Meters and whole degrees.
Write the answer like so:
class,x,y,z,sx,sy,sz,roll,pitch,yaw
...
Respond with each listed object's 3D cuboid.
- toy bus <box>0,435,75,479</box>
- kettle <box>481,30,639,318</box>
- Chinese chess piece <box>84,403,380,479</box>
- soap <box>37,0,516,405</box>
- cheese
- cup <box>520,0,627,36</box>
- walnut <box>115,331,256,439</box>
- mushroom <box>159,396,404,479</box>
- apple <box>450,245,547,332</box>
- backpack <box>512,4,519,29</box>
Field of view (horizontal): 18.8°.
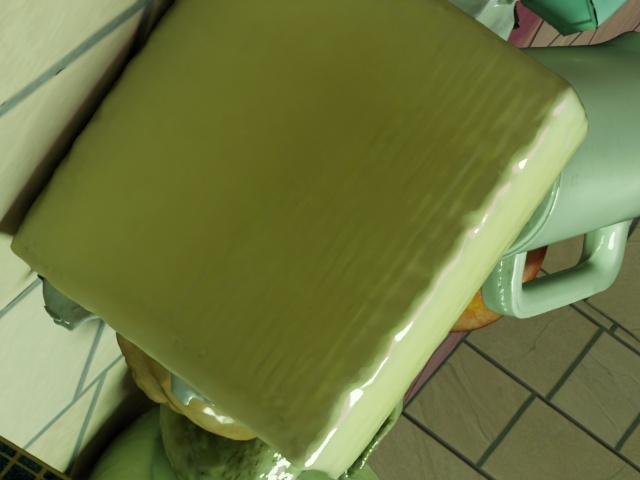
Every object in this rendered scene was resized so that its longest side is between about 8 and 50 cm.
class,x,y,z,sx,sy,sz,roll,pitch,yaw
toy bus,-0.203,0.179,1.198,0.103,0.182,0.091,-55,174,-50
kettle,0.242,-0.072,1.957,0.205,0.265,0.318,-21,175,38
Chinese chess piece,-0.064,0.301,1.752,0.146,0.349,0.349,-42,178,33
soap,-0.015,-0.077,1.235,0.302,0.159,0.258,-47,169,-42
cheese,-0.012,-0.034,1.147,0.265,0.242,0.124,-54,170,1
cup,0.309,-0.318,1.988,0.236,0.148,0.134,-49,137,-25
walnut,-0.050,0.048,1.422,0.213,0.213,0.213,-51,170,-13
mushroom,-0.023,0.083,1.591,0.130,0.247,0.344,20,114,-39
apple,0.150,-0.002,2.136,0.209,0.209,0.164,-56,163,11
backpack,0.067,-0.183,1.426,0.165,0.106,0.120,-29,152,-19
